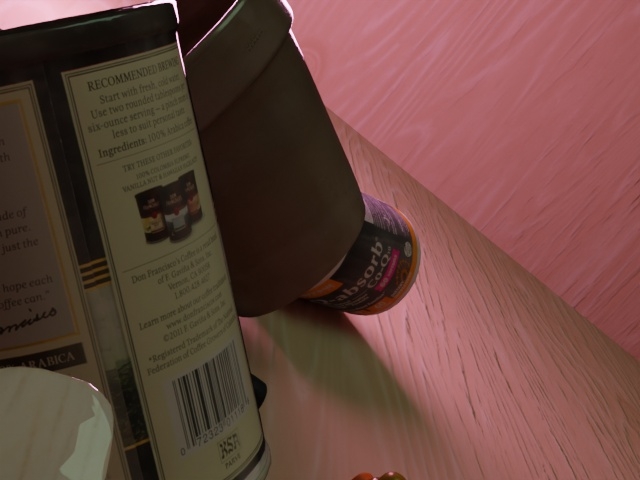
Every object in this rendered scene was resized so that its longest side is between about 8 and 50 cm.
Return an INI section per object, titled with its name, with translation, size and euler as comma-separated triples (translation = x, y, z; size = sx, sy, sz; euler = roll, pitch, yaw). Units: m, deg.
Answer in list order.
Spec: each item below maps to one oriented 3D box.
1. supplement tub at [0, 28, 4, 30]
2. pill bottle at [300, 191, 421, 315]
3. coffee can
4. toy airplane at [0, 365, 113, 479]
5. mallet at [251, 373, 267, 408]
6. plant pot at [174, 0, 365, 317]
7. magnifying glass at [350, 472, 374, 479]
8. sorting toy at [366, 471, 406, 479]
[supplement tub]
translation = -0.296, -0.071, 0.792
size = 0.338, 0.207, 0.207
euler = 27, 20, -44
[pill bottle]
translation = 0.000, 0.000, 1.479
size = 0.162, 0.162, 0.278
euler = 50, 17, 31
[coffee can]
translation = -0.152, 0.020, 0.650
size = 0.201, 0.201, 0.275
euler = -75, 155, -75
[toy airplane]
translation = -0.124, 0.221, 0.189
size = 0.384, 0.272, 0.386
euler = -11, 68, -43
[mallet]
translation = -0.105, 0.106, 1.143
size = 0.062, 0.039, 0.190
euler = 31, 12, -30
[plant pot]
translation = -0.105, -0.082, 1.196
size = 0.280, 0.323, 0.323
euler = 49, 10, -22
[magnifying glass]
translation = 0.100, 0.312, 1.079
size = 0.092, 0.026, 0.231
euler = 22, 26, -53
[sorting toy]
translation = -0.063, 0.146, 0.932
size = 0.365, 0.126, 0.127
euler = 45, 14, 10
